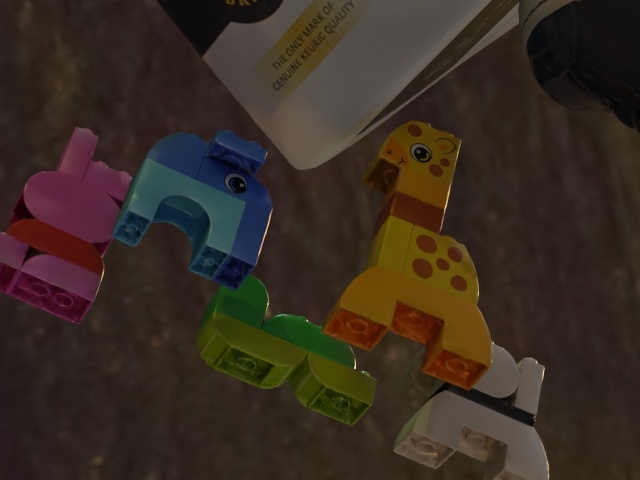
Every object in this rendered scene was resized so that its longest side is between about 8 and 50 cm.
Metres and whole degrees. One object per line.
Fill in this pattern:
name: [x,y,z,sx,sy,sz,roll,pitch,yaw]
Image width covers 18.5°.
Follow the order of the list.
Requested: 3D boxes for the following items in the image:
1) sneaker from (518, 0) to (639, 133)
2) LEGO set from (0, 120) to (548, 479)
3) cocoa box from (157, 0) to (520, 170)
sneaker: [0.118,-0.003,0.529,0.086,0.226,0.163,6,88,-24]
LEGO set: [0.000,0.000,0.710,0.227,0.087,0.093,24,53,-11]
cocoa box: [0.068,-0.236,0.689,0.228,0.347,0.231,50,46,3]
